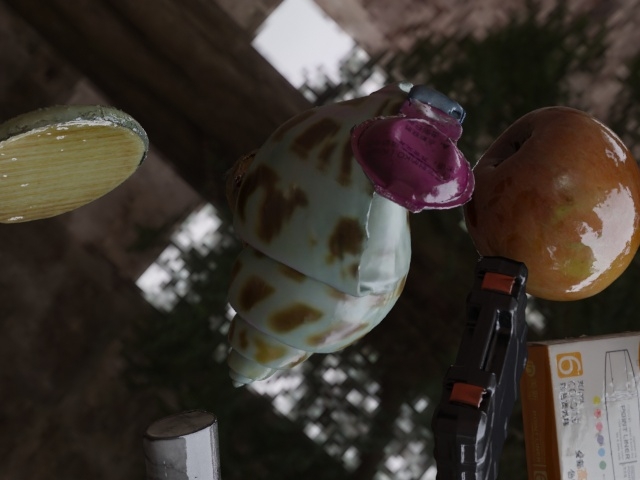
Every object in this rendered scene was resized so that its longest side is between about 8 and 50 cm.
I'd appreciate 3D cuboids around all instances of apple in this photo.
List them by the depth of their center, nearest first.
[{"bbox_3d":[0.313,-0.045,2.203,0.253,0.253,0.253,-42,-162,16],"label":"apple"}]

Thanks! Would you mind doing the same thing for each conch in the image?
[{"bbox_3d":[0.000,-0.001,1.822,0.249,0.197,0.368,-64,161,-78],"label":"conch"}]

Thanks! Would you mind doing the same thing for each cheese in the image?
[{"bbox_3d":[0.068,-0.066,1.175,0.038,0.095,0.145,-62,-179,38],"label":"cheese"}]

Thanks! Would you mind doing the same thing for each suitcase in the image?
[{"bbox_3d":[0.200,0.182,2.072,0.066,0.206,0.286,8,-132,14],"label":"suitcase"}]

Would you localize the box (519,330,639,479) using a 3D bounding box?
[{"bbox_3d":[0.399,0.270,2.425,0.220,0.274,0.091,-7,179,-28],"label":"box"}]

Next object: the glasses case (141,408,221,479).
[{"bbox_3d":[-0.195,0.393,2.437,0.114,0.299,0.060,-14,-152,-25],"label":"glasses case"}]

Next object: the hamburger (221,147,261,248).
[{"bbox_3d":[-0.034,-0.055,2.363,0.183,0.206,0.130,-19,156,-7],"label":"hamburger"}]

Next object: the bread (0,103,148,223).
[{"bbox_3d":[-0.344,-0.099,2.119,0.267,0.267,0.040,-35,-116,35],"label":"bread"}]
